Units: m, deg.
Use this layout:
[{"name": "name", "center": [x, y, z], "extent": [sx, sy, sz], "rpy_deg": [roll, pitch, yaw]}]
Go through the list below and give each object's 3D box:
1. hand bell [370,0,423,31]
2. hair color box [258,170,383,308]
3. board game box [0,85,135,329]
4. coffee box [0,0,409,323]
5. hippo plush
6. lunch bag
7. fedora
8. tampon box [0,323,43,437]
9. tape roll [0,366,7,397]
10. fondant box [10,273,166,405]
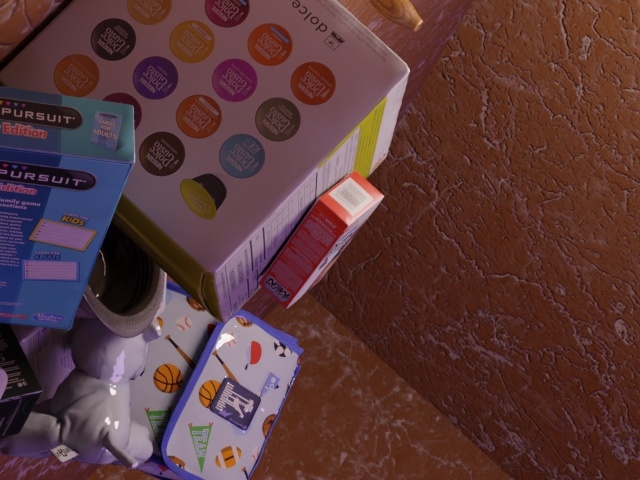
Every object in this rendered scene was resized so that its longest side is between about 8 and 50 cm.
[{"name": "hand bell", "center": [0.047, -0.372, 1.884], "extent": [0.126, 0.242, 0.126], "rpy_deg": [-47, 172, -9]}, {"name": "hair color box", "center": [0.000, 0.000, 1.676], "extent": [0.093, 0.053, 0.167], "rpy_deg": [-40, 171, -49]}, {"name": "board game box", "center": [-0.357, -0.031, 1.441], "extent": [0.336, 0.253, 0.079], "rpy_deg": [122, -31, -50]}, {"name": "coffee box", "center": [-0.134, -0.148, 1.665], "extent": [0.334, 0.337, 0.338], "rpy_deg": [-46, 173, -11]}, {"name": "hippo plush", "center": [-0.365, 0.217, 2.073], "extent": [0.294, 0.234, 0.237], "rpy_deg": [101, -6, -81]}, {"name": "lunch bag", "center": [-0.259, 0.260, 2.451], "extent": [0.239, 0.385, 0.328], "rpy_deg": [108, 7, -73]}, {"name": "fedora", "center": [-0.343, 0.035, 1.993], "extent": [0.124, 0.244, 0.275], "rpy_deg": [-21, -160, 23]}, {"name": "tampon box", "center": [-0.489, 0.192, 1.947], "extent": [0.101, 0.161, 0.120], "rpy_deg": [-11, 148, -39]}, {"name": "tape roll", "center": [-0.547, 0.200, 1.741], "extent": [0.246, 0.169, 0.246], "rpy_deg": [-47, 171, -10]}, {"name": "fondant box", "center": [-0.390, 0.112, 2.213], "extent": [0.330, 0.096, 0.238], "rpy_deg": [-41, 155, -34]}]
